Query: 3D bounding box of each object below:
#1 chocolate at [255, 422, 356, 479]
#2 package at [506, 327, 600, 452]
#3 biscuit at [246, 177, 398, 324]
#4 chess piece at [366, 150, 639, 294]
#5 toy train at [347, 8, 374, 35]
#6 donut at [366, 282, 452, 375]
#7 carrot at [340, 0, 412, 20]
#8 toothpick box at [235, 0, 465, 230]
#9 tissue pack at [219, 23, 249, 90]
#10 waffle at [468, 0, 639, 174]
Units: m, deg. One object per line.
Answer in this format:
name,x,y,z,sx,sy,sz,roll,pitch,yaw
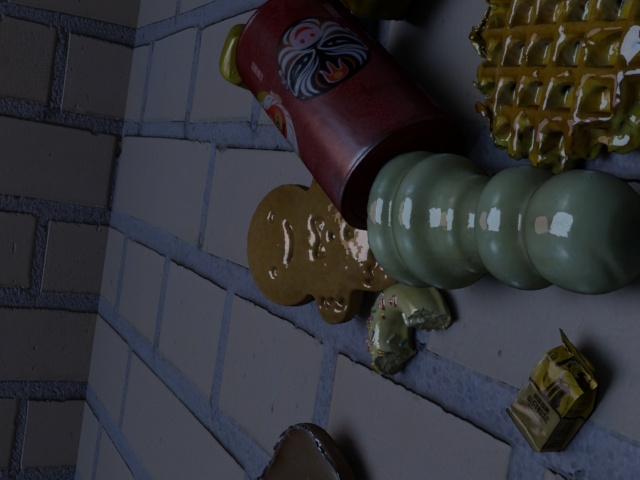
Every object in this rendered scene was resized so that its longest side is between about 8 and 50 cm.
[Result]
chocolate,-0.018,0.415,1.301,0.161,0.083,0.261,52,131,30
package,0.267,0.169,0.865,0.131,0.047,0.071,-67,30,25
biscuit,-0.002,0.000,1.286,0.355,0.052,0.275,-3,86,44
chess piece,0.217,-0.018,0.889,0.330,0.182,0.182,6,90,56
toy train,0.044,-0.351,1.343,0.086,0.089,0.409,3,88,40
donut,0.117,0.113,1.131,0.166,0.065,0.108,-56,41,42
carrot,0.095,-0.499,1.132,0.340,0.242,0.241,-62,35,37
toothpick box,0.035,-0.198,1.136,0.333,0.204,0.204,56,133,32
tissue pack,-0.106,-0.352,1.527,0.127,0.178,0.123,-99,27,-62
waffle,0.284,-0.226,0.898,0.302,0.068,0.325,-50,41,45
